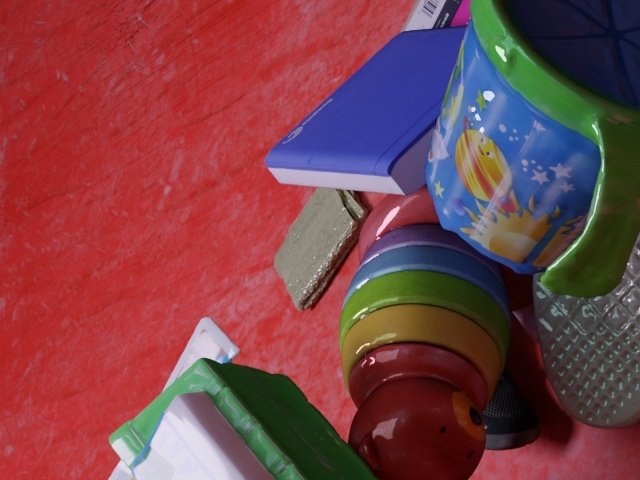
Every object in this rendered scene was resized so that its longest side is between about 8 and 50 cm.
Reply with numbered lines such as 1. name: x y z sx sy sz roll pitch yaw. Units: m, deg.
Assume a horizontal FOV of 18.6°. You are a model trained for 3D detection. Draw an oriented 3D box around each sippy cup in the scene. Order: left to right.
1. sippy cup: 0.196 -0.099 1.573 0.305 0.240 0.224 -42 -15 -45

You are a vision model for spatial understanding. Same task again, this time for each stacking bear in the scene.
1. stacking bear: 0.092 0.104 1.702 0.164 0.175 0.289 -20 37 28

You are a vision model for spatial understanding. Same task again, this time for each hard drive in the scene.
1. hard drive: 0.082 -0.128 1.863 0.210 0.040 0.319 -43 17 -13

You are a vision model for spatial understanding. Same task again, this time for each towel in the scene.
1. towel: 0.000 0.000 2.257 0.148 0.027 0.110 -57 33 21

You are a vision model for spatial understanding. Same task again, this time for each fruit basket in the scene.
1. fruit basket: -0.108 0.288 1.600 0.353 0.165 0.327 -54 48 11

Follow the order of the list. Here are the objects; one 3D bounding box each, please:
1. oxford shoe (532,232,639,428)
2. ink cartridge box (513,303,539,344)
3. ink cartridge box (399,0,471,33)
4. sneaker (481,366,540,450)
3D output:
1. oxford shoe: 0.286 -0.057 1.726 0.169 0.130 0.449 3 88 32
2. ink cartridge box: 0.243 -0.001 1.858 0.179 0.045 0.145 -45 35 10
3. ink cartridge box: 0.172 -0.214 2.033 0.234 0.088 0.193 -63 29 12
4. sneaker: 0.138 0.110 1.869 0.227 0.087 0.130 -129 33 -60
